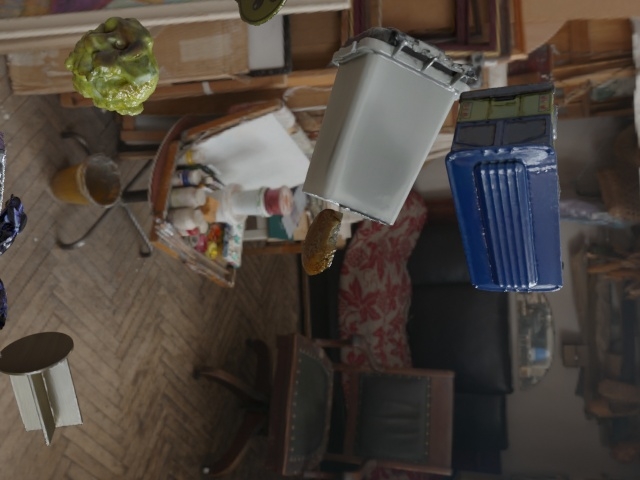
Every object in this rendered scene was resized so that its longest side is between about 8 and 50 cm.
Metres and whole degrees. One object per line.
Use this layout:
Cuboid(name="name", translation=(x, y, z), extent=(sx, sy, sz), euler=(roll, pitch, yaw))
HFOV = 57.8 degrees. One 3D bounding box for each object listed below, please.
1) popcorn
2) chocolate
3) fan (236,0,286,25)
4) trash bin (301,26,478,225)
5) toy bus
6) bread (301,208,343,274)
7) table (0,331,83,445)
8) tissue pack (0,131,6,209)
Cuboid(name="popcorn", translation=(-0.678, -0.567, 1.895), extent=(0.312, 0.312, 0.312), euler=(-3, 90, -66))
Cuboid(name="chocolate", translation=(-0.764, 0.041, 1.336), extent=(0.126, 0.148, 0.343), euler=(13, 54, -26))
Cuboid(name="fan", translation=(-0.079, -0.568, 1.198), extent=(0.011, 0.335, 0.229), euler=(16, 73, -41))
Cuboid(name="trash bin", translation=(0.123, -0.230, 1.206), extent=(0.256, 0.296, 0.367), euler=(21, 92, -20))
Cuboid(name="toy bus", translation=(0.283, -0.069, 0.860), extent=(0.287, 0.138, 0.175), euler=(66, 33, -41))
Cuboid(name="bread", translation=(0.000, 0.000, 1.149), extent=(0.044, 0.126, 0.129), euler=(25, 69, -18))
Cuboid(name="table", translation=(-0.655, 0.357, 1.380), extent=(0.167, 0.167, 0.226), euler=(-46, 139, -58))
Cuboid(name="tissue pack", translation=(-0.785, -0.107, 1.054), extent=(0.361, 0.259, 0.122), euler=(6, 40, -35))
